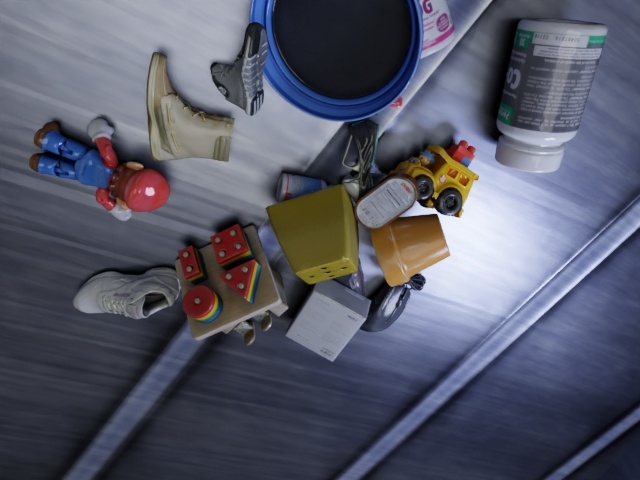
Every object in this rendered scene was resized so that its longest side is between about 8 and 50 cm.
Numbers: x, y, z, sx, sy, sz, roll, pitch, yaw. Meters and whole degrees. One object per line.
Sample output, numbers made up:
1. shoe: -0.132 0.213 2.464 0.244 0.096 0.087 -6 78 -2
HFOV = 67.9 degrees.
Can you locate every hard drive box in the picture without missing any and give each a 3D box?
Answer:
1. hard drive box: 0.020 0.243 1.477 0.181 0.089 0.232 30 127 -3

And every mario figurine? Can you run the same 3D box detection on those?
1. mario figurine: -0.535 -0.175 1.200 0.321 0.170 0.198 24 149 -11

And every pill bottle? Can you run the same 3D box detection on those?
1. pill bottle: -0.036 -0.132 1.316 0.160 0.087 0.087 8 117 -15
2. pill bottle: 0.190 -0.568 1.072 0.161 0.160 0.283 -26 120 4
3. pill bottle: 0.579 -0.373 1.232 0.204 0.204 0.360 -3 119 -10

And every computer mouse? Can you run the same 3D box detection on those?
1. computer mouse: 0.221 0.213 1.553 0.189 0.072 0.272 20 117 -37

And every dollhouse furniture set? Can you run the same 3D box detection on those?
1. dollhouse furniture set: -0.227 0.201 1.423 0.242 0.161 0.212 -42 118 13

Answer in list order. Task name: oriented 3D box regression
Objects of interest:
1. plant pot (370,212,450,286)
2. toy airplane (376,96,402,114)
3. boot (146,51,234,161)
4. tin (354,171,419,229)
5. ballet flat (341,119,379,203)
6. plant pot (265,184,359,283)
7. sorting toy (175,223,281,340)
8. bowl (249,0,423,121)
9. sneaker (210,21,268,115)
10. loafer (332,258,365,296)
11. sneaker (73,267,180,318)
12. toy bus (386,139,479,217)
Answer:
1. plant pot: 0.263 0.009 1.364 0.188 0.205 0.205 -18 122 15
2. toy airplane: 0.149 -0.400 1.235 0.151 0.028 0.151 -6 120 -10
3. boot: -0.312 -0.314 1.154 0.204 0.095 0.261 1 120 -11
4. tin: 0.174 -0.102 1.265 0.190 0.040 0.106 -36 105 27
5. ballet flat: 0.107 -0.192 1.316 0.096 0.095 0.280 0 109 0
6. plant pot: 0.000 0.000 1.271 0.212 0.187 0.212 -16 159 9
7. sorting toy: -0.271 0.100 1.297 0.257 0.255 0.089 -25 151 3
8. bowl: 0.035 -0.461 1.062 0.392 0.077 0.391 11 132 12
9. sneaker: -0.199 -0.405 1.099 0.132 0.086 0.228 26 140 10
10. loafer: 0.080 0.093 1.479 0.109 0.095 0.302 -2 120 25
11. sneaker: -0.551 0.158 1.342 0.305 0.152 0.114 -11 123 -3
12. toy bus: 0.329 -0.195 1.330 0.220 0.149 0.211 26 98 -20
